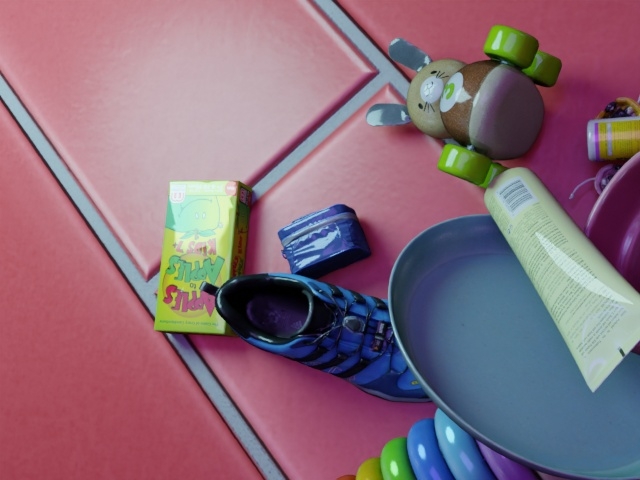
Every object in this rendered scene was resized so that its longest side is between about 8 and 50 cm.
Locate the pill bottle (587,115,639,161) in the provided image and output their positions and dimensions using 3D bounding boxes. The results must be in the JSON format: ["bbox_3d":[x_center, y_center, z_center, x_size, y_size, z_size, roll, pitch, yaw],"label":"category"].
[{"bbox_3d":[0.314,-0.104,0.914,0.083,0.043,0.043,-2,78,19],"label":"pill bottle"}]

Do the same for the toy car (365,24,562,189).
[{"bbox_3d":[0.136,-0.155,0.976,0.188,0.149,0.155,25,97,32],"label":"toy car"}]

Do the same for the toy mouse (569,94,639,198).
[{"bbox_3d":[0.341,-0.080,0.941,0.143,0.031,0.161,44,95,21],"label":"toy mouse"}]

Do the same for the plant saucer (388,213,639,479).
[{"bbox_3d":[0.211,0.096,0.848,0.318,0.318,0.043,36,134,21],"label":"plant saucer"}]

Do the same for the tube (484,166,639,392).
[{"bbox_3d":[0.225,0.023,0.838,0.062,0.070,0.240,-19,41,-2],"label":"tube"}]

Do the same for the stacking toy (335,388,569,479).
[{"bbox_3d":[0.091,0.255,0.910,0.330,0.141,0.141,-32,71,14],"label":"stacking toy"}]

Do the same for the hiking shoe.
[{"bbox_3d":[0.027,0.103,0.955,0.304,0.132,0.113,8,82,20],"label":"hiking shoe"}]

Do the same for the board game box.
[{"bbox_3d":[-0.139,0.021,1.074,0.092,0.043,0.181,1,79,18],"label":"board game box"}]

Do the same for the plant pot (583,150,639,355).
[{"bbox_3d":[0.364,0.027,0.816,0.180,0.201,0.201,21,85,-20],"label":"plant pot"}]

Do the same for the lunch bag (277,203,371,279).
[{"bbox_3d":[0.000,0.000,1.020,0.098,0.067,0.065,-23,73,14],"label":"lunch bag"}]
